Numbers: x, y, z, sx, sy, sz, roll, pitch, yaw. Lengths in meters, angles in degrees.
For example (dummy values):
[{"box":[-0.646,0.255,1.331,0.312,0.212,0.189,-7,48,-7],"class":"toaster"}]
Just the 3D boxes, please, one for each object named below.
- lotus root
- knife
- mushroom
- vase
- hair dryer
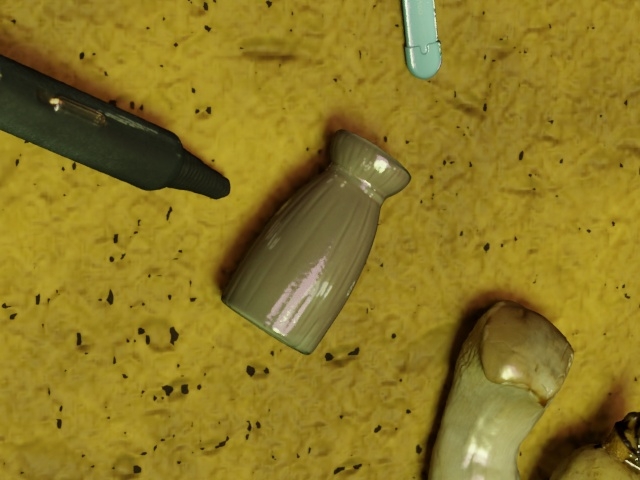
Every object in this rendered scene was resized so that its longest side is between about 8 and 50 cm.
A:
[{"box":[0.143,0.152,0.878,0.072,0.063,0.152,17,99,-46],"class":"lotus root"},{"box":[0.045,-0.124,0.809,0.027,0.010,0.096,-13,109,-18],"class":"knife"},{"box":[0.081,0.132,0.861,0.059,0.054,0.202,9,104,-24],"class":"mushroom"},{"box":[0.000,0.000,0.797,0.053,0.053,0.101,35,85,-24],"class":"vase"},{"box":[-0.120,-0.036,0.722,0.195,0.050,0.173,38,61,-35],"class":"hair dryer"}]
